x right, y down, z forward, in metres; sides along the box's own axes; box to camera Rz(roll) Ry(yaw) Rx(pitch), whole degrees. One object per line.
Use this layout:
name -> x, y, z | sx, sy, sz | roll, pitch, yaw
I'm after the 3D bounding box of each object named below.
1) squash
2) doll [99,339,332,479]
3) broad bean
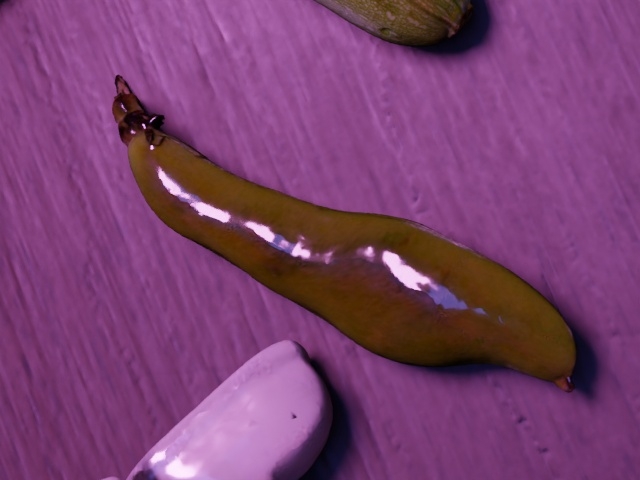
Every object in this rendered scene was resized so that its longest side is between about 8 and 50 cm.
squash -> -0.012, -0.176, 0.996 | 0.219, 0.077, 0.068 | 30, 88, 17
doll -> 0.018, 0.258, 0.936 | 0.423, 0.161, 0.348 | 26, 78, 7
broad bean -> -0.003, 0.002, 0.989 | 0.325, 0.067, 0.075 | 27, 87, 13
